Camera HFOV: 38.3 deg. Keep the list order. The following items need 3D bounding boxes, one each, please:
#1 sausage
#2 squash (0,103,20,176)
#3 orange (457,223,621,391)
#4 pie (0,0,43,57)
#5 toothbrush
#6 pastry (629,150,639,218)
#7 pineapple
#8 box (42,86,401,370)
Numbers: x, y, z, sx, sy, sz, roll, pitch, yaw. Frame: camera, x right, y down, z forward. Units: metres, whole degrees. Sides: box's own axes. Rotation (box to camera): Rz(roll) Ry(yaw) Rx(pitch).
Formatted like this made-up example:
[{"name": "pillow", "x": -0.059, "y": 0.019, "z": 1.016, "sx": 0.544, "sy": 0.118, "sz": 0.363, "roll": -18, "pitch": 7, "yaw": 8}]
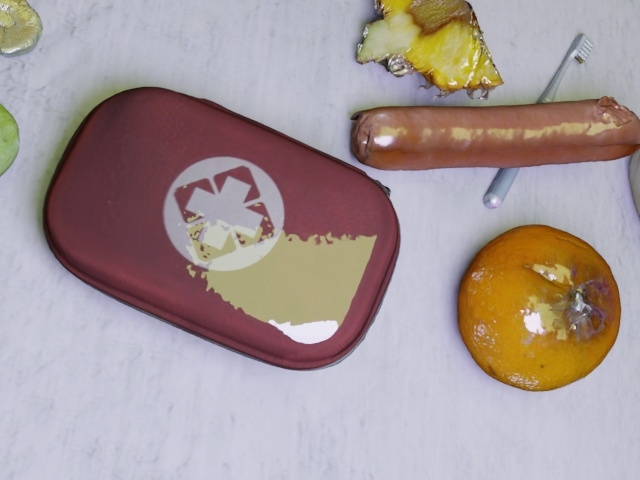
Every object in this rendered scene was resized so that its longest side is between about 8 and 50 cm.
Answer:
[{"name": "sausage", "x": 0.247, "y": -0.145, "z": 1.255, "sx": 0.419, "sy": 0.094, "sz": 0.094, "roll": -4, "pitch": 97, "yaw": -12}, {"name": "squash", "x": -0.488, "y": -0.050, "z": 0.947, "sx": 0.370, "sy": 0.118, "sz": 0.118, "roll": -30, "pitch": 91, "yaw": -21}, {"name": "orange", "x": 0.288, "y": 0.085, "z": 1.204, "sx": 0.224, "sy": 0.170, "sz": 0.224, "roll": 5, "pitch": 77, "yaw": -23}, {"name": "pie", "x": -0.371, "y": -0.257, "z": 1.090, "sx": 0.084, "sy": 0.020, "sz": 0.084, "roll": 4, "pitch": 79, "yaw": -23}, {"name": "toothbrush", "x": 0.323, "y": -0.181, "z": 1.358, "sx": 0.030, "sy": 0.025, "sz": 0.342, "roll": 38, "pitch": 66, "yaw": -10}, {"name": "pastry", "x": 0.585, "y": -0.075, "z": 1.382, "sx": 0.265, "sy": 0.133, "sz": 0.265, "roll": 5, "pitch": 76, "yaw": -22}, {"name": "pineapple", "x": 0.143, "y": -0.271, "z": 1.275, "sx": 0.164, "sy": 0.140, "sz": 0.250, "roll": -42, "pitch": 78, "yaw": 16}, {"name": "box", "x": -0.109, "y": -0.017, "z": 1.056, "sx": 0.404, "sy": 0.108, "sz": 0.263, "roll": 23, "pitch": 72, "yaw": -2}]
